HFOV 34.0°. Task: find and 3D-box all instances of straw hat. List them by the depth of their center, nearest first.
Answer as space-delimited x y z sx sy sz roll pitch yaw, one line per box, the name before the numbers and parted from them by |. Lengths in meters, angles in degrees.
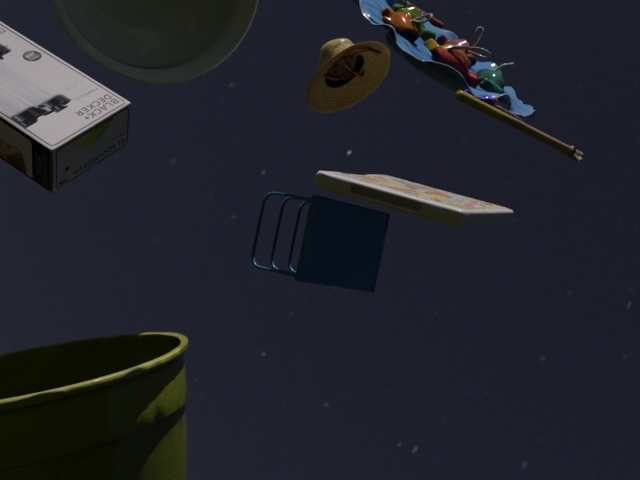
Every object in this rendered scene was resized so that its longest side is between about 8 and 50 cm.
straw hat | 0.028 -0.252 1.488 0.061 0.145 0.144 61 -39 24

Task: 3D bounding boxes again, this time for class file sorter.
file sorter | 0.000 0.000 1.493 0.104 0.170 0.118 12 -90 40

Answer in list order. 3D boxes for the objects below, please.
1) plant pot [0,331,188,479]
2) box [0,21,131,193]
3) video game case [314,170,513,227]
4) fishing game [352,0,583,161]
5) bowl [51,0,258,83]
plant pot | -0.310 0.321 1.240 0.367 0.366 0.352 -6 -85 38
box | -0.447 -0.208 1.586 0.290 0.169 0.087 33 -43 19
video game case | 0.131 -0.056 1.410 0.206 0.227 0.026 17 -81 25
fishing game | 0.099 -0.162 0.841 0.189 0.264 0.041 23 -67 -31
bowl | -0.241 -0.361 1.440 0.297 0.298 0.134 62 -20 -17
